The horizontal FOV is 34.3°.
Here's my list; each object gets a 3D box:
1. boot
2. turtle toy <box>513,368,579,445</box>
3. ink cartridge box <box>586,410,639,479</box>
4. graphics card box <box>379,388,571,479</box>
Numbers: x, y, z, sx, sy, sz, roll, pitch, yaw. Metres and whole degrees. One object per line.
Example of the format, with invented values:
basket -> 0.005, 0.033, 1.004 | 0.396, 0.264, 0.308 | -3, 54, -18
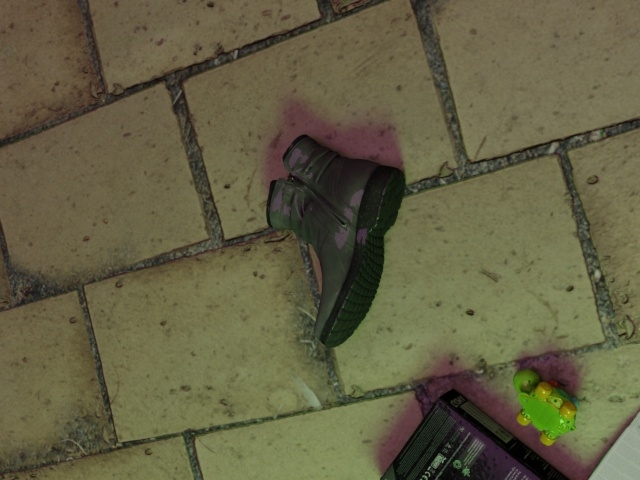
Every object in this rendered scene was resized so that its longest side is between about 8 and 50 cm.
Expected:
boot -> 0.000, 0.000, 1.818 | 0.223, 0.118, 0.338 | 19, 89, 25
turtle toy -> 0.364, 0.262, 1.682 | 0.130, 0.066, 0.095 | 40, 131, 19
ink cartridge box -> 0.528, 0.359, 1.640 | 0.145, 0.045, 0.179 | 36, 88, 19
graphics card box -> 0.289, 0.450, 1.713 | 0.371, 0.094, 0.232 | 36, 107, 17
